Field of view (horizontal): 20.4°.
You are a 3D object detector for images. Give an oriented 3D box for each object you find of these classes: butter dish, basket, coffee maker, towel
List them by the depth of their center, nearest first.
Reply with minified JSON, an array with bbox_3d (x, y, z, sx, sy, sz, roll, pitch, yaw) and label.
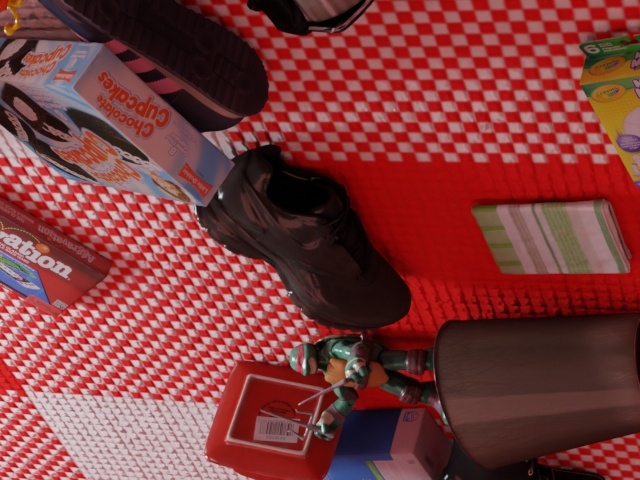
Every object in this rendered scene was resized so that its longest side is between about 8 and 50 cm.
[{"bbox_3d":[-0.051,-0.273,1.571,0.171,0.120,0.178,-12,135,36],"label":"coffee maker"},{"bbox_3d":[0.248,-0.006,1.894,0.152,0.023,0.113,0,139,27],"label":"towel"},{"bbox_3d":[0.273,0.161,2.000,0.227,0.154,0.204,-10,132,29],"label":"basket"},{"bbox_3d":[-0.051,0.250,2.244,0.160,0.159,0.118,10,142,11],"label":"butter dish"}]

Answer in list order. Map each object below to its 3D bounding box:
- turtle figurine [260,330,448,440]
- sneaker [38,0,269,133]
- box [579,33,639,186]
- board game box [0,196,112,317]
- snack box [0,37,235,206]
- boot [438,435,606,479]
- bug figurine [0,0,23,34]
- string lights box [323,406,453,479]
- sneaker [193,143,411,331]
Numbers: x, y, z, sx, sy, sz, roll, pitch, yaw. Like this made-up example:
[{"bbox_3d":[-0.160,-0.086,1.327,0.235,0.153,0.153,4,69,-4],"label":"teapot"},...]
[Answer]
[{"bbox_3d":[0.048,0.163,2.125,0.234,0.118,0.175,3,153,-2],"label":"turtle figurine"},{"bbox_3d":[-0.206,-0.203,1.741,0.319,0.112,0.131,39,142,-26],"label":"sneaker"},{"bbox_3d":[0.318,-0.126,1.677,0.105,0.043,0.179,-8,136,31],"label":"box"},{"bbox_3d":[-0.407,-0.007,2.168,0.281,0.027,0.145,32,141,-19],"label":"board game box"},{"bbox_3d":[-0.241,-0.124,1.799,0.187,0.060,0.322,42,164,-30],"label":"snack box"},{"bbox_3d":[0.261,0.277,2.207,0.236,0.085,0.178,0,128,-10],"label":"boot"},{"bbox_3d":[-0.225,-0.316,1.513,0.072,0.216,0.279,34,143,14],"label":"bug figurine"},{"bbox_3d":[0.040,0.290,2.334,0.260,0.076,0.133,-5,139,29],"label":"string lights box"},{"bbox_3d":[0.000,0.000,1.939,0.286,0.109,0.130,34,136,-25],"label":"sneaker"}]
